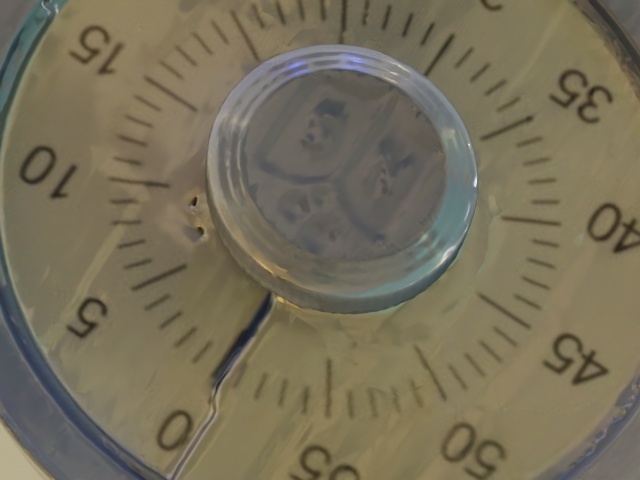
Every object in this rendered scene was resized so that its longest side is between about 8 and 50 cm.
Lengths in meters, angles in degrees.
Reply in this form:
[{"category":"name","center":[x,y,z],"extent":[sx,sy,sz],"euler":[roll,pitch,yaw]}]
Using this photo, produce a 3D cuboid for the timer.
[{"category":"timer","center":[0.000,0.000,0.835],"extent":[0.395,0.173,0.395],"euler":[1,-103,-4]}]
